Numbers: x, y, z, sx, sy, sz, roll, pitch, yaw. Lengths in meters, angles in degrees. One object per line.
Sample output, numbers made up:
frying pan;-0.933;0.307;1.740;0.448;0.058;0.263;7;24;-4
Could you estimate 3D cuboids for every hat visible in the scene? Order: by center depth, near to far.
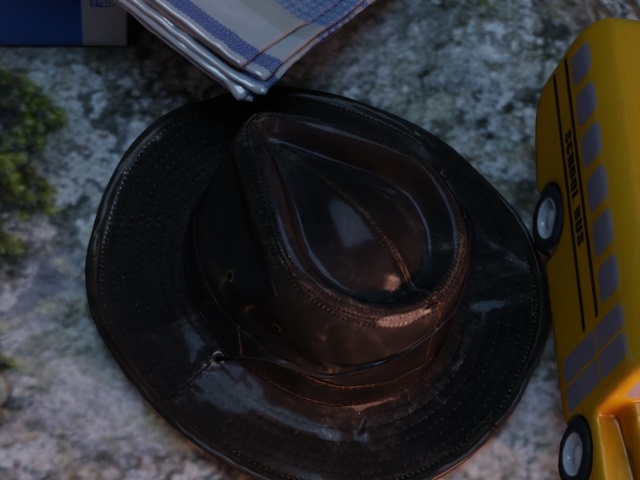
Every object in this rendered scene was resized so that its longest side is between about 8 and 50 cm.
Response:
hat;0.000;0.000;1.272;0.331;0.134;0.331;2;60;-3

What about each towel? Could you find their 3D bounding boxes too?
towel;-0.050;-0.222;1.404;0.209;0.034;0.285;38;45;10

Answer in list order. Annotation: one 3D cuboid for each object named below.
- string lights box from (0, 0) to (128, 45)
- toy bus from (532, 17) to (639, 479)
string lights box;-0.272;-0.218;1.410;0.259;0.077;0.133;0;59;-5
toy bus;0.219;0.027;1.263;0.108;0.130;0.333;8;58;-17
